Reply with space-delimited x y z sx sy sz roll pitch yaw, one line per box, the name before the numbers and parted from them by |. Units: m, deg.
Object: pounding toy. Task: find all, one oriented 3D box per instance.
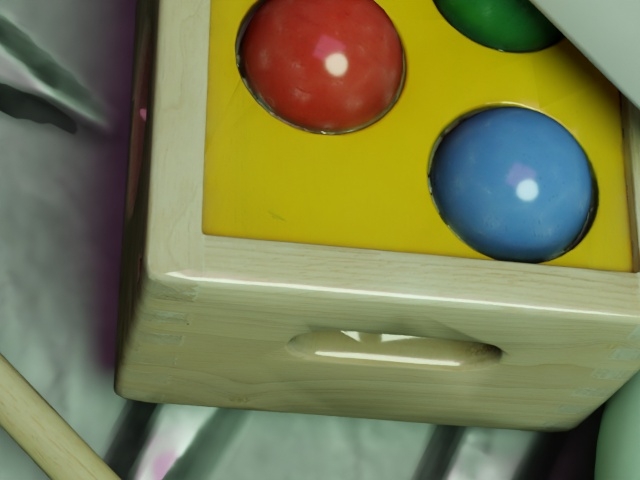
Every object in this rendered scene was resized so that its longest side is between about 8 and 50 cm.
pounding toy | -0.009 0.004 0.420 0.181 0.094 0.206 5 64 -10

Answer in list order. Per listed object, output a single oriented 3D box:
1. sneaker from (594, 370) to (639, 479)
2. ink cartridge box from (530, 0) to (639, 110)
sneaker | 0.177 0.124 0.422 0.256 0.094 0.151 25 40 4
ink cartridge box | 0.150 -0.180 0.408 0.198 0.197 0.270 47 52 8
